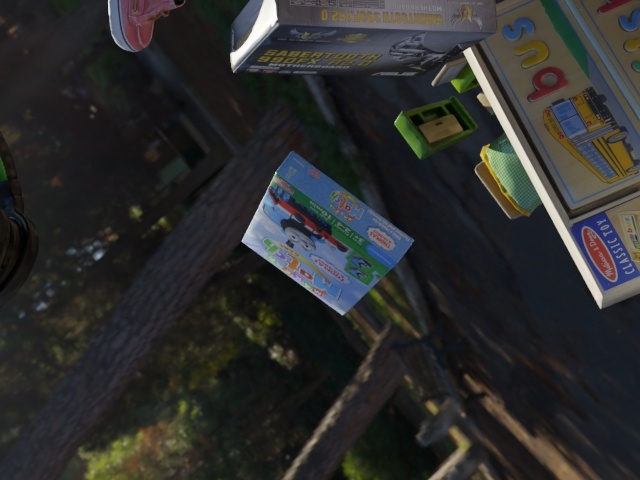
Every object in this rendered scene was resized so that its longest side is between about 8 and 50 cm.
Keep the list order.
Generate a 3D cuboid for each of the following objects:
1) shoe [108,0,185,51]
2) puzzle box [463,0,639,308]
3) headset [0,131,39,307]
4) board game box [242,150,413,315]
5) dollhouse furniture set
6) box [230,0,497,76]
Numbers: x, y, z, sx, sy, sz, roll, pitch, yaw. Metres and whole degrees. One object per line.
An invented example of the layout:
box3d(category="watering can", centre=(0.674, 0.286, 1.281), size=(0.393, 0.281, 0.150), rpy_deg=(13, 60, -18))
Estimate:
box3d(category="shoe", centre=(-0.193, -0.271, 1.025), size=(0.081, 0.063, 0.178), rpy_deg=(18, 152, 6))
box3d(category="puzzle box", centre=(0.362, -0.153, 1.064), size=(0.052, 0.272, 0.409), rpy_deg=(56, -169, -64))
box3d(category="headset", centre=(-0.425, 0.021, 0.921), size=(0.243, 0.185, 0.394), rpy_deg=(8, -110, -63))
box3d(category="board game box", centre=(0.000, 0.000, 1.031), size=(0.160, 0.039, 0.211), rpy_deg=(36, 156, 0))
box3d(category="dollhouse furniture set", centre=(0.317, -0.186, 1.712), size=(0.301, 0.151, 0.197), rpy_deg=(56, 142, 15))
box3d(category="box", centre=(0.038, -0.219, 0.936), size=(0.183, 0.231, 0.056), rpy_deg=(170, 97, -70))
